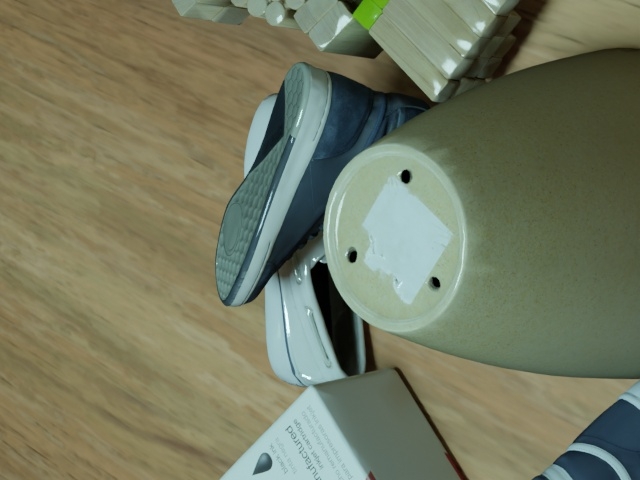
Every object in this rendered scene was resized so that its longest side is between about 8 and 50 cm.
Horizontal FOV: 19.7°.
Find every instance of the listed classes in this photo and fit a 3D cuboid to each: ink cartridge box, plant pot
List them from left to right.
[{"bbox_3d":[0.000,0.270,1.584,0.273,0.114,0.197,-48,63,35],"label":"ink cartridge box"},{"bbox_3d":[0.140,-0.012,1.322,0.256,0.274,0.256,4,96,42],"label":"plant pot"}]

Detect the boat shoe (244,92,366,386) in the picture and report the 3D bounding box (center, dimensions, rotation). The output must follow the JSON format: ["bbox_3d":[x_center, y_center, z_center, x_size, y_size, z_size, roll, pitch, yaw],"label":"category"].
[{"bbox_3d":[0.000,0.000,1.586,0.084,0.095,0.258,2,105,38],"label":"boat shoe"}]

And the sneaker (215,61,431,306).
[{"bbox_3d":[0.017,-0.026,1.498,0.226,0.163,0.086,-63,29,30],"label":"sneaker"}]

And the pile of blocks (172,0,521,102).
[{"bbox_3d":[0.023,-0.222,1.528,0.362,0.112,0.149,21,102,31],"label":"pile of blocks"}]

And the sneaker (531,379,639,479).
[{"bbox_3d":[0.266,0.235,1.299,0.282,0.153,0.099,47,165,35],"label":"sneaker"}]
